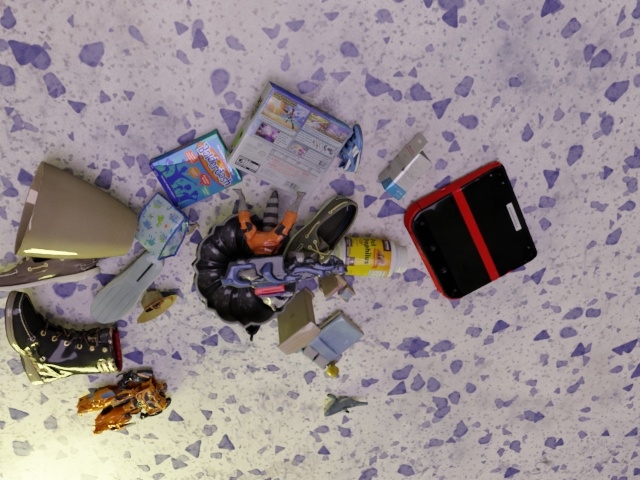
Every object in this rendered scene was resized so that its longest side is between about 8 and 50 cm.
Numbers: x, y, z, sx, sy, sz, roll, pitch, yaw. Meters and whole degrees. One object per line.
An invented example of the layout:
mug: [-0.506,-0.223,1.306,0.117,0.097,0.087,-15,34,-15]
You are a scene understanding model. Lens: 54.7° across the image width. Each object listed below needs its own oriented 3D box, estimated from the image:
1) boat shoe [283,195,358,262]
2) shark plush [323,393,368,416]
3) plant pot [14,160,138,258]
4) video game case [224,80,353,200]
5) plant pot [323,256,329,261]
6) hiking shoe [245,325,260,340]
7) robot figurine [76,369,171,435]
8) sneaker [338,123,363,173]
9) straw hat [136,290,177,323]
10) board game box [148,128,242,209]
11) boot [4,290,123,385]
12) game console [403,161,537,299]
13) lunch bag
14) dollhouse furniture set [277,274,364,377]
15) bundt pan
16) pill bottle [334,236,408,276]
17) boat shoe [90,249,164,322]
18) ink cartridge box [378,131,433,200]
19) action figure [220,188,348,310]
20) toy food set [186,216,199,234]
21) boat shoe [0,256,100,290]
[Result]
boat shoe: [-0.003,-0.003,1.795,0.109,0.091,0.305,43,79,-24]
shark plush: [0.088,0.598,2.209,0.161,0.067,0.073,5,117,-10]
plant pot: [-0.654,-0.051,1.691,0.274,0.256,0.256,18,115,-31]
video game case: [-0.087,-0.267,1.705,0.269,0.061,0.244,23,114,-30]
plant pot: [-0.017,0.049,1.903,0.079,0.083,0.083,-26,119,-6]
hiking shoe: [-0.206,0.199,1.933,0.086,0.114,0.227,-3,118,-6]
robot figurine: [-0.651,0.547,2.081,0.291,0.085,0.211,-21,119,5]
sneaker: [0.087,-0.260,1.759,0.059,0.053,0.144,5,116,-7]
straw hat: [-0.519,0.189,1.916,0.144,0.144,0.061,-40,77,14]
board game box: [-0.348,-0.197,1.741,0.210,0.047,0.160,-25,118,5]
boot: [-0.776,0.294,1.891,0.284,0.138,0.377,-3,126,-5]
game console: [0.472,-0.017,1.943,0.342,0.060,0.386,-29,118,3]
lunch bag: [-0.448,-0.043,1.760,0.129,0.096,0.151,38,117,15]
dollhouse furniture set: [0.044,0.300,1.971,0.286,0.198,0.303,-39,116,14]
bundt pan: [-0.228,0.083,1.806,0.331,0.124,0.331,0,90,-29]
pill bottle: [0.155,0.052,1.897,0.215,0.117,0.117,3,118,-9]
boat shoe: [-0.569,0.133,1.862,0.302,0.094,0.109,-41,106,13]
ink cartridge box: [0.254,-0.213,1.774,0.060,0.104,0.180,35,109,-22]
action figure: [-0.099,0.028,1.713,0.341,0.178,0.330,2,95,-5]
toy food set: [-0.428,-0.030,1.836,0.122,0.019,0.078,-37,116,13]
boat shoe: [-0.808,0.079,1.799,0.324,0.116,0.097,-9,100,4]
